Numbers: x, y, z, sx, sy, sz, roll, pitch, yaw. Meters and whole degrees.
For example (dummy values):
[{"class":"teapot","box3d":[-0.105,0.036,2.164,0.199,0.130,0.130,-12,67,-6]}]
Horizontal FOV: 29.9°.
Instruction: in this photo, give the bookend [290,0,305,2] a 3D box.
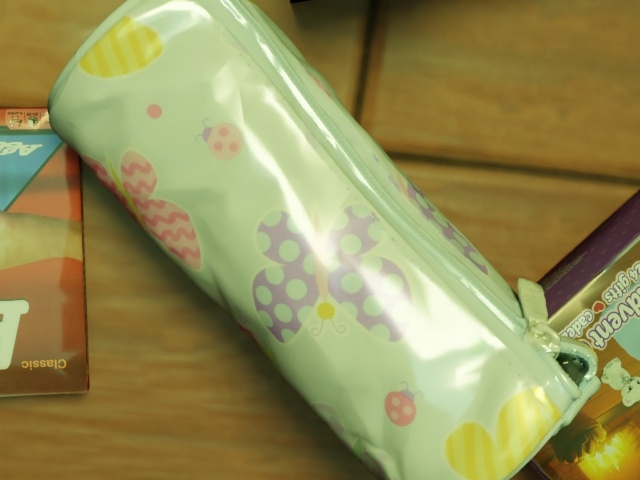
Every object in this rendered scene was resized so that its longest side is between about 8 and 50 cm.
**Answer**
[{"class":"bookend","box3d":[0.065,-0.162,0.547,0.156,0.157,0.072,-11,99,-7]}]

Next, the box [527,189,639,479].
[{"class":"box","box3d":[0.242,0.048,0.651,0.293,0.057,0.201,-42,102,-3]}]

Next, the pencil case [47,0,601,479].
[{"class":"pencil case","box3d":[0.000,0.000,0.544,0.273,0.124,0.113,47,63,6]}]

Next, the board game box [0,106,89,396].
[{"class":"board game box","box3d":[-0.257,0.009,0.581,0.281,0.027,0.145,-2,98,-9]}]
